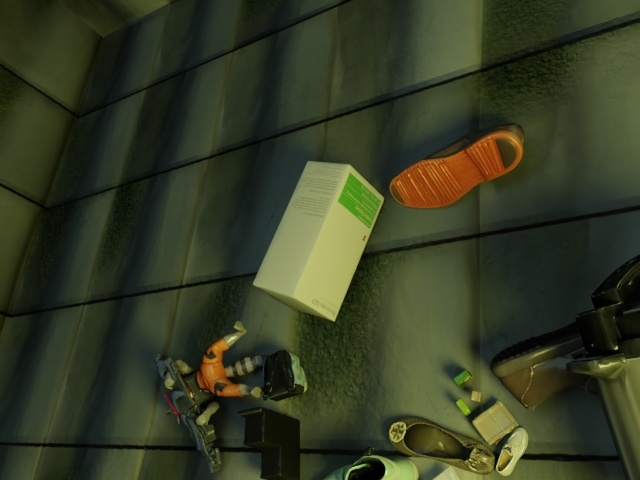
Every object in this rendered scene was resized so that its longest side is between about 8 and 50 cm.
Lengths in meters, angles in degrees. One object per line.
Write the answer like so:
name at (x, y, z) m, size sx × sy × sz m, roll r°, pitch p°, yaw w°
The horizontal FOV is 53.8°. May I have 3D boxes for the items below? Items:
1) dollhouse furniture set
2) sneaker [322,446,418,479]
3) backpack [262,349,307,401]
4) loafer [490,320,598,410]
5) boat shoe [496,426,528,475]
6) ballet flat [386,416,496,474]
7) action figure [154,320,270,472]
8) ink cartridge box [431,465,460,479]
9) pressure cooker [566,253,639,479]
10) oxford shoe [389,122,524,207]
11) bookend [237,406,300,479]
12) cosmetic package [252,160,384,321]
dollhouse furniture set at (0.332, 0.343, 1.303) m, size 0.076 × 0.058 × 0.151 m, roll -39°, pitch 67°, yaw 4°
sneaker at (0.061, 0.505, 1.329) m, size 0.256 × 0.151 × 0.094 m, roll -28°, pitch 53°, yaw 24°
backpack at (-0.091, 0.339, 1.587) m, size 0.105 × 0.084 × 0.114 m, roll -24°, pitch 57°, yaw 24°
loafer at (0.514, 0.216, 1.189) m, size 0.366 × 0.134 × 0.130 m, roll -25°, pitch 89°, yaw 22°
boat shoe at (0.370, 0.408, 1.226) m, size 0.035 × 0.035 × 0.100 m, roll 26°, pitch 83°, yaw 44°
ballet flat at (0.239, 0.421, 1.304) m, size 0.250 × 0.058 × 0.084 m, roll 9°, pitch 70°, yaw 40°
action figure at (-0.277, 0.417, 1.679) m, size 0.330 × 0.179 × 0.341 m, roll -32°, pitch 76°, yaw 28°
ink cartridge box at (0.221, 0.591, 1.230) m, size 0.232 × 0.066 × 0.189 m, roll -38°, pitch 47°, yaw 4°
pressure cooker at (0.579, 0.199, 0.894) m, size 0.376 × 0.370 × 0.420 m, roll -23°, pitch 73°, yaw 38°
oxford shoe at (0.338, -0.183, 1.563) m, size 0.364 × 0.130 × 0.132 m, roll -19°, pitch 22°, yaw 36°
bookend at (-0.120, 0.487, 1.476) m, size 0.072 × 0.156 × 0.157 m, roll -20°, pitch 55°, yaw 28°
cosmetic package at (0.000, 0.000, 1.639) m, size 0.155 × 0.197 × 0.365 m, roll 11°, pitch 74°, yaw 40°
